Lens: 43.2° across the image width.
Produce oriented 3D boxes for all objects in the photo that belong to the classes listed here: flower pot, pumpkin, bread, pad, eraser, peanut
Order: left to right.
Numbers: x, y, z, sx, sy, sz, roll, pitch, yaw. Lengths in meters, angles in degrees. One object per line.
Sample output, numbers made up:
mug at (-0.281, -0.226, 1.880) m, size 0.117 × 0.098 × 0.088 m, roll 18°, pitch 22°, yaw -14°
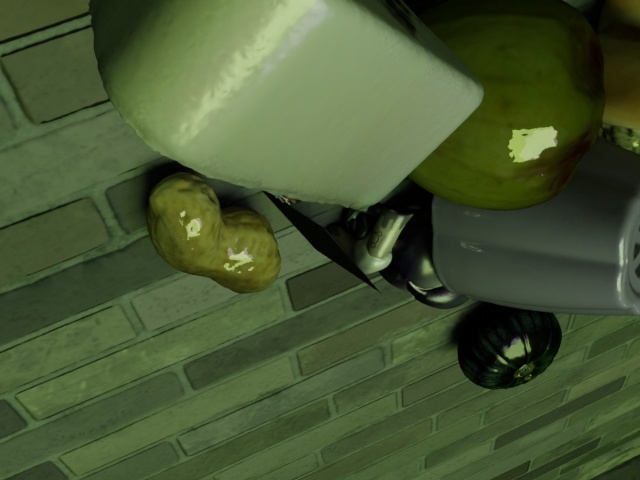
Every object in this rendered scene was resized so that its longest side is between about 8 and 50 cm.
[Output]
peanut at (-0.125, -0.003, 0.952) m, size 0.229 × 0.098 × 0.103 m, roll 32°, pitch 72°, yaw -52°
eraser at (-0.015, -0.151, 0.615) m, size 0.150 × 0.331 × 0.331 m, roll -43°, pitch 142°, yaw 17°
pad at (0.000, 0.000, 1.019) m, size 0.004 × 0.127 × 0.190 m, roll -52°, pitch 145°, yaw -6°
pumpkin at (0.346, 0.193, 1.477) m, size 0.202 × 0.140 × 0.202 m, roll -16°, pitch 140°, yaw -14°
flower pot at (0.311, -0.017, 1.028) m, size 0.265 × 0.243 × 0.265 m, roll -19°, pitch 117°, yaw -42°
bread at (0.500, -0.200, 1.054) m, size 0.424 × 0.245 × 0.329 m, roll 8°, pitch 172°, yaw -34°

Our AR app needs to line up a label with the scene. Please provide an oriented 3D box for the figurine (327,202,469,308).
figurine at (0.133, 0.018, 1.115) m, size 0.222 × 0.145 × 0.145 m, roll 12°, pitch 127°, yaw -37°

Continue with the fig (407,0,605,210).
fig at (0.165, -0.157, 0.872) m, size 0.271 × 0.239 × 0.239 m, roll 15°, pitch 133°, yaw -5°

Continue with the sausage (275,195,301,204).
sausage at (0.027, -0.090, 0.833) m, size 0.083 × 0.083 × 0.264 m, roll -6°, pitch 180°, yaw -29°
